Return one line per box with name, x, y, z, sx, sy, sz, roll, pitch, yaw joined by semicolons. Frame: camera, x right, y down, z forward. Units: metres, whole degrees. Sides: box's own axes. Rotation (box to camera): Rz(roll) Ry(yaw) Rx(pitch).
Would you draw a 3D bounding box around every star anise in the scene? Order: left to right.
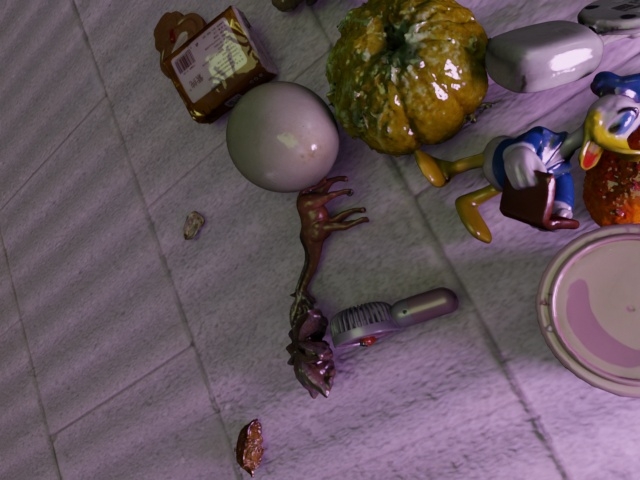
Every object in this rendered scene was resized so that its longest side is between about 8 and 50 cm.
star anise;-0.018;0.219;0.998;0.212;0.073;0.196;102;152;-44

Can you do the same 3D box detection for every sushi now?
sushi;-0.152;0.456;1.111;0.060;0.062;0.117;-18;76;41

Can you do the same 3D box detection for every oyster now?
oyster;-0.321;-0.034;1.276;0.054;0.019;0.083;43;105;25

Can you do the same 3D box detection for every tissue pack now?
tissue pack;-0.236;-0.407;1.188;0.226;0.092;0.183;-29;88;19

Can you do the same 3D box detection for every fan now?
fan;0.134;0.144;0.936;0.244;0.130;0.074;-21;70;17

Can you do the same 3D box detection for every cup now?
cup;0.434;0.111;0.663;0.288;0.273;0.208;30;95;31

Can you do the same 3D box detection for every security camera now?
security camera;0.411;-0.307;0.774;0.302;0.080;0.157;-19;33;2

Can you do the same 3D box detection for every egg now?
egg;-0.070;-0.198;0.997;0.218;0.219;0.295;-64;28;11

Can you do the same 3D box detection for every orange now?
orange;0.148;-0.312;0.900;0.300;0.223;0.301;-17;77;24

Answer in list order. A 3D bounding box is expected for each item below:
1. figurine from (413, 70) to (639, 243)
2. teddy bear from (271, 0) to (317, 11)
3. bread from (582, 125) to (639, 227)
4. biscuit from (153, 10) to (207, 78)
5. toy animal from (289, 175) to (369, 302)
figurine;0.328;-0.132;0.746;0.338;0.283;0.204;-38;103;27
teddy bear;0.007;-0.609;1.046;0.256;0.156;0.267;26;98;28
bread;0.498;-0.132;0.745;0.139;0.095;0.268;45;113;28
biscuit;-0.347;-0.490;1.313;0.295;0.044;0.186;44;106;25
toy animal;0.000;0.000;1.058;0.230;0.066;0.224;-29;90;16
